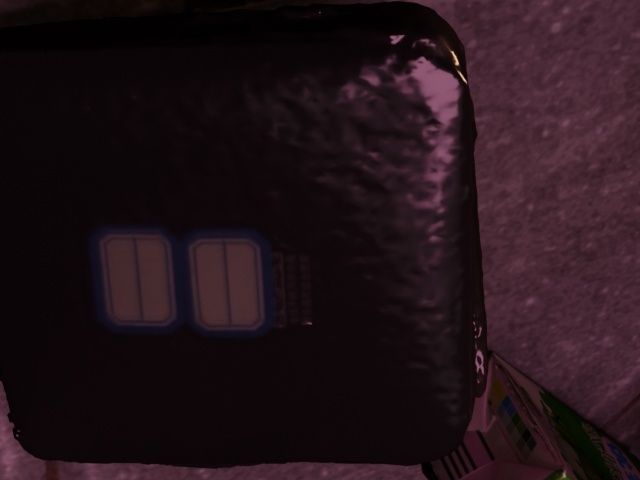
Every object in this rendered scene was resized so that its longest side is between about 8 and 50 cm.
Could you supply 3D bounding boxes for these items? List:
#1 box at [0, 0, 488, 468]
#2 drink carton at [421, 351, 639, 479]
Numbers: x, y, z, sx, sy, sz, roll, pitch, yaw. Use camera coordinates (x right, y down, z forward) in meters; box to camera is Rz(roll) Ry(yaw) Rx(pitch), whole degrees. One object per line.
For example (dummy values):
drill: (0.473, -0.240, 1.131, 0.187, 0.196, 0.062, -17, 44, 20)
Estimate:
box: (-0.064, 0.006, 1.312, 0.350, 0.091, 0.359, -2, 127, 5)
drink carton: (0.208, 0.225, 1.697, 0.108, 0.161, 0.271, -41, 133, 14)
